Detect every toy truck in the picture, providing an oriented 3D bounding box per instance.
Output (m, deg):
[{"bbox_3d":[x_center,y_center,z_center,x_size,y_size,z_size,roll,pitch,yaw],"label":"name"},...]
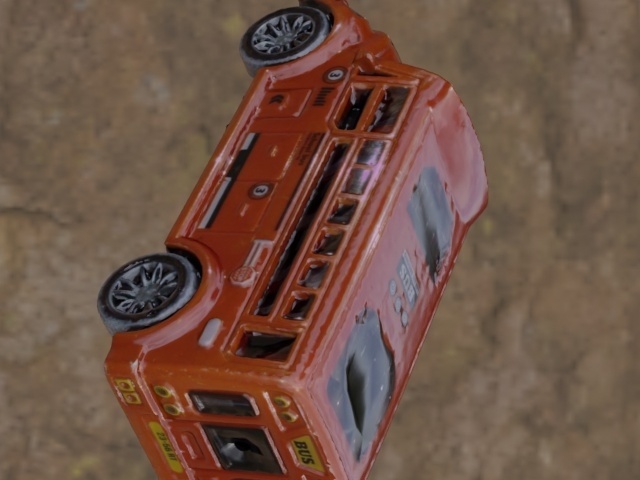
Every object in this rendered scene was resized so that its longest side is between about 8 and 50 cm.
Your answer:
[{"bbox_3d":[0.000,0.000,0.845,0.253,0.114,0.107,-64,145,-39],"label":"toy truck"}]
